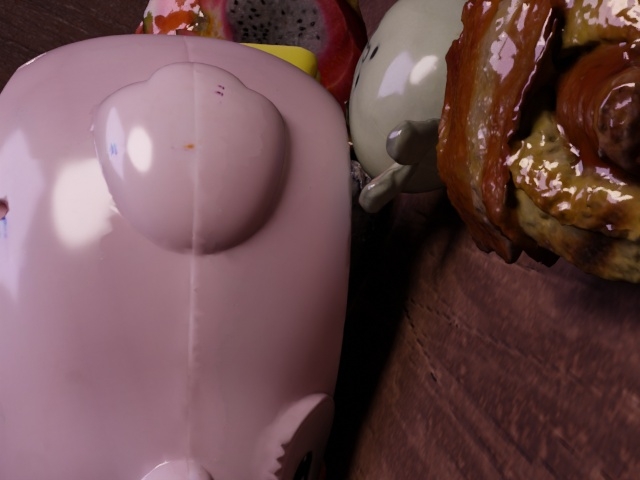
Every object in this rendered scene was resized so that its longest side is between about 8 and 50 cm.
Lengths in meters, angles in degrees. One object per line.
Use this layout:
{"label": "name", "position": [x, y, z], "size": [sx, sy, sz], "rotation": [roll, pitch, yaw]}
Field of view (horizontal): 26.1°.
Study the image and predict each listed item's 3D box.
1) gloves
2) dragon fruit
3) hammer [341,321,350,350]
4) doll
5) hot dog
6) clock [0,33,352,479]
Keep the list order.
{"label": "gloves", "position": [0.004, 0.002, 1.161], "size": [0.153, 0.070, 0.114], "rotation": [-62, 1, 14]}
{"label": "dragon fruit", "position": [-0.058, -0.187, 1.447], "size": [0.189, 0.291, 0.290], "rotation": [-37, 27, 60]}
{"label": "hammer", "position": [-0.024, 0.130, 1.100], "size": [0.201, 0.021, 0.078], "rotation": [-58, 10, 45]}
{"label": "doll", "position": [0.085, -0.121, 0.905], "size": [0.155, 0.113, 0.275], "rotation": [-54, 20, 43]}
{"label": "hot dog", "position": [0.102, -0.059, 0.550], "size": [0.146, 0.103, 0.213], "rotation": [-63, 9, 2]}
{"label": "clock", "position": [-0.121, 0.060, 0.934], "size": [0.368, 0.251, 0.376], "rotation": [110, 161, -59]}
